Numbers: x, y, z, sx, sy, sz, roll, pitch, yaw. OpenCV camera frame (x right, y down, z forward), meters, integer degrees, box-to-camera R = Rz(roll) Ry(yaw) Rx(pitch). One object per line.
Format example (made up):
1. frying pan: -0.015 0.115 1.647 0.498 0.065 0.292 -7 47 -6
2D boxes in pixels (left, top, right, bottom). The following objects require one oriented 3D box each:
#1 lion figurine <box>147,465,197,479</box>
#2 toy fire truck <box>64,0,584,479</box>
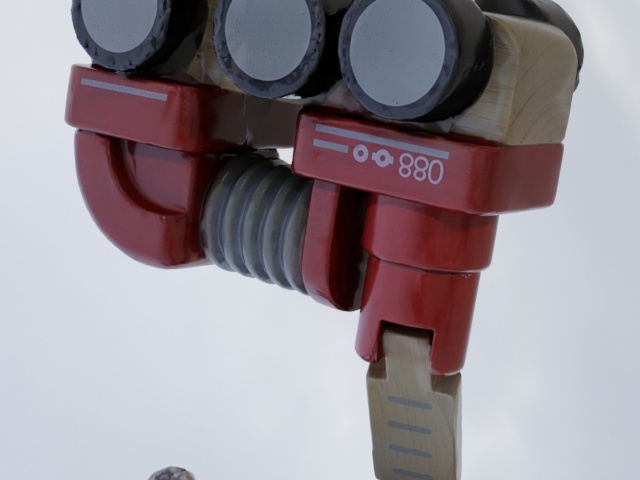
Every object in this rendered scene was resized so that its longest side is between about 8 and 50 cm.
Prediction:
1. lion figurine: -0.051 0.266 0.765 0.240 0.392 0.142 44 -177 -43
2. toy fire truck: 0.000 0.000 0.707 0.158 0.217 0.246 -7 -72 -57
